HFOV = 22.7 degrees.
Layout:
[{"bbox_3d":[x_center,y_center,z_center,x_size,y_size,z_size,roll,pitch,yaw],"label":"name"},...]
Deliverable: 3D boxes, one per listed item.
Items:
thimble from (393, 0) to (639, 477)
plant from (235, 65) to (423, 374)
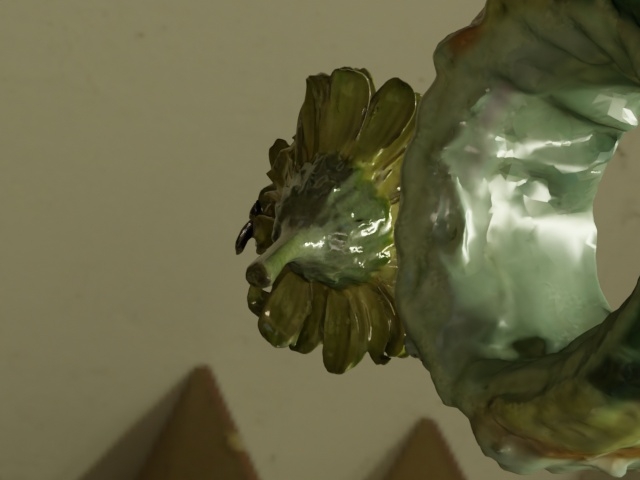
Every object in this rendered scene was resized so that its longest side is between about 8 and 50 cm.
[{"bbox_3d":[0.167,-0.010,0.876,0.254,0.167,0.288,23,-76,49],"label":"thimble"},{"bbox_3d":[-0.009,-0.005,1.625,0.261,0.297,0.306,-5,-73,57],"label":"plant"}]
